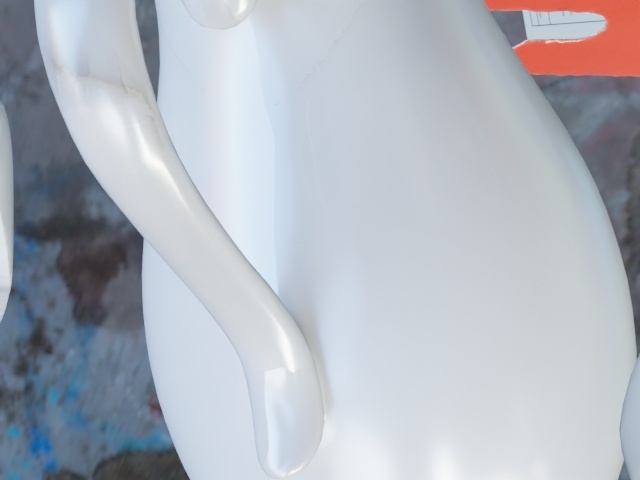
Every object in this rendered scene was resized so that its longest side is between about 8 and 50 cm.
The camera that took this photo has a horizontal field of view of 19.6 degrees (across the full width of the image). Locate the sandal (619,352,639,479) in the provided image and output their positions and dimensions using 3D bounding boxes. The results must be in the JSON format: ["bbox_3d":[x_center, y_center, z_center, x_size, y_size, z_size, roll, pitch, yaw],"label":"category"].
[{"bbox_3d":[0.219,-0.070,0.295,0.169,0.416,0.102,2,42,-50],"label":"sandal"}]

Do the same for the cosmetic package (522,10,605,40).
[{"bbox_3d":[0.290,-0.245,1.431,0.113,0.309,0.160,-17,103,-36],"label":"cosmetic package"}]

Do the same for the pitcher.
[{"bbox_3d":[0.000,0.000,0.451,0.178,0.125,0.207,-44,124,-57],"label":"pitcher"}]

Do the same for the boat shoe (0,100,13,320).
[{"bbox_3d":[-0.261,-0.013,1.253,0.102,0.301,0.108,0,75,-12],"label":"boat shoe"}]

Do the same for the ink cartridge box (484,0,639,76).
[{"bbox_3d":[0.136,-0.135,0.805,0.308,0.385,0.091,-1,66,-17],"label":"ink cartridge box"}]
